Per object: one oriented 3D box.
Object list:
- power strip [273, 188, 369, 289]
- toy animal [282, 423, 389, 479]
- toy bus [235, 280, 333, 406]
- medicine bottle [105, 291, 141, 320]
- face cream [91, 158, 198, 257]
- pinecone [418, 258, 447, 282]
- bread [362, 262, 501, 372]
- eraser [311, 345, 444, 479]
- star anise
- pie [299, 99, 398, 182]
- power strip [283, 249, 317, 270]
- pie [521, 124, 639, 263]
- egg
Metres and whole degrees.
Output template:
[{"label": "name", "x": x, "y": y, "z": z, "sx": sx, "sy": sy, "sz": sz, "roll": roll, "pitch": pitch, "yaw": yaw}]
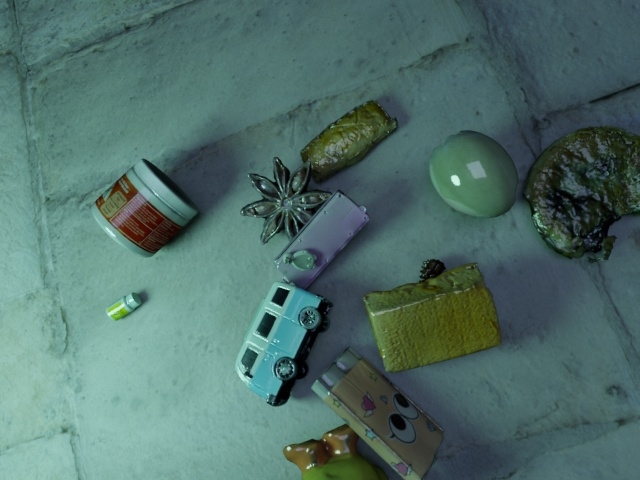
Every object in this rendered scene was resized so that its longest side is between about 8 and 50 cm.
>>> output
[{"label": "power strip", "x": 0.000, "y": 0.000, "z": 1.077, "sx": 0.109, "sy": 0.037, "sz": 0.279, "roll": 40, "pitch": 102, "yaw": -10}, {"label": "toy animal", "x": 0.060, "y": 0.577, "z": 0.903, "sx": 0.216, "sy": 0.191, "sz": 0.338, "roll": -18, "pitch": 71, "yaw": -11}, {"label": "toy bus", "x": -0.096, "y": 0.242, "z": 1.040, "sx": 0.165, "sy": 0.133, "sz": 0.271, "roll": 22, "pitch": 79, "yaw": 18}, {"label": "medicine bottle", "x": -0.535, "y": 0.180, "z": 1.164, "sx": 0.083, "sy": 0.047, "sz": 0.047, "roll": -33, "pitch": 75, "yaw": 1}, {"label": "face cream", "x": -0.462, "y": -0.083, "z": 1.133, "sx": 0.187, "sy": 0.201, "sz": 0.201, "roll": -44, "pitch": 75, "yaw": -2}, {"label": "pinecone", "x": 0.275, "y": 0.086, "z": 1.048, "sx": 0.077, "sy": 0.077, "sz": 0.083, "roll": -18, "pitch": 58, "yaw": 4}, {"label": "bread", "x": 0.252, "y": 0.178, "z": 0.979, "sx": 0.275, "sy": 0.114, "sz": 0.184, "roll": -17, "pitch": 109, "yaw": 2}, {"label": "eraser", "x": 0.128, "y": 0.387, "z": 0.964, "sx": 0.291, "sy": 0.171, "sz": 0.087, "roll": 40, "pitch": 118, "yaw": 15}, {"label": "star anise", "x": -0.083, "y": -0.100, "z": 1.122, "sx": 0.223, "sy": 0.109, "sz": 0.235, "roll": 13, "pitch": 101, "yaw": 3}, {"label": "pie", "x": 0.077, "y": -0.277, "z": 1.165, "sx": 0.283, "sy": 0.068, "sz": 0.128, "roll": -36, "pitch": 75, "yaw": -5}, {"label": "power strip", "x": -0.051, "y": 0.050, "z": 1.053, "sx": 0.083, "sy": 0.035, "sz": 0.055, "roll": 8, "pitch": 107, "yaw": -5}, {"label": "pie", "x": 0.669, "y": -0.132, "z": 1.035, "sx": 0.371, "sy": 0.078, "sz": 0.296, "roll": -36, "pitch": 73, "yaw": 0}, {"label": "egg", "x": 0.372, "y": -0.148, "z": 1.028, "sx": 0.183, "sy": 0.183, "sz": 0.217, "roll": -29, "pitch": 68, "yaw": 2}]
